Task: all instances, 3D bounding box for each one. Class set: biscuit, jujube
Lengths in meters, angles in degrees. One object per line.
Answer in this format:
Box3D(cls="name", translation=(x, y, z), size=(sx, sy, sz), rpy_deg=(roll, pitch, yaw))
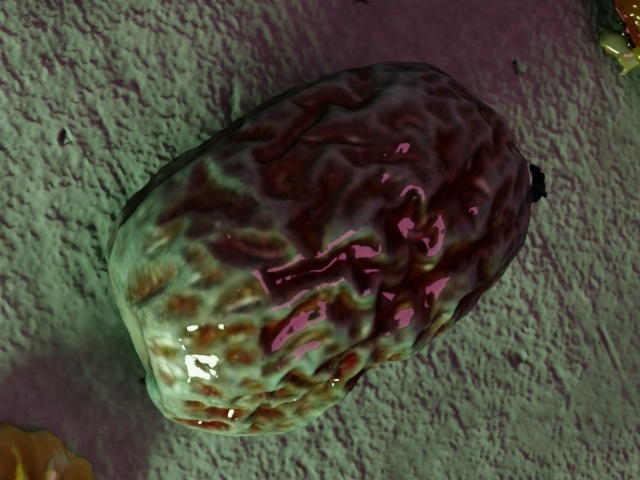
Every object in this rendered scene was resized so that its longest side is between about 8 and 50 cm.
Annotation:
Box3D(cls="biscuit", translation=(-0.237, 0.192, 1.274), size=(0.183, 0.061, 0.118), rpy_deg=(-12, 97, -22))
Box3D(cls="jujube", translation=(0.000, 0.000, 1.270), size=(0.317, 0.226, 0.226), rpy_deg=(-29, 105, -17))

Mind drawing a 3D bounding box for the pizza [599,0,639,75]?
Box3D(cls="pizza", translation=(0.322, -0.166, 1.443), size=(0.297, 0.189, 0.071), rpy_deg=(66, 27, -23))
